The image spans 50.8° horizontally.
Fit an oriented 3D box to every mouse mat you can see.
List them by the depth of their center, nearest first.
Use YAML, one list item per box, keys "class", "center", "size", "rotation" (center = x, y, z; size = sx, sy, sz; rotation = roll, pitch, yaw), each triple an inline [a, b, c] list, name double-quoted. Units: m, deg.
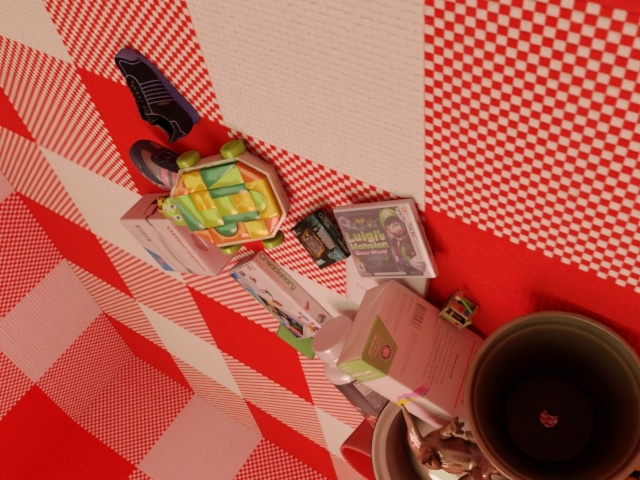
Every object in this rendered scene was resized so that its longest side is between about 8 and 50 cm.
- class: "mouse mat"
  center: [-0.075, 0.324, 2.217]
  size: [0.152, 0.007, 0.190]
  rotation: [35, 154, 7]

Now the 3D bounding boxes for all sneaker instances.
- class: "sneaker"
  center: [-0.380, -0.320, 1.499]
  size: [0.232, 0.090, 0.081]
  rotation: [43, 153, -10]
- class: "sneaker"
  center: [-0.323, -0.171, 1.668]
  size: [0.319, 0.112, 0.131]
  rotation: [34, 138, -4]

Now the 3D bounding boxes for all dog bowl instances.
- class: "dog bowl"
  center: [0.336, 0.513, 1.623]
  size: [0.408, 0.408, 0.150]
  rotation: [27, -170, 21]

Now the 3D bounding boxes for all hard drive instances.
- class: "hard drive"
  center: [0.149, 0.087, 1.536]
  size: [0.203, 0.040, 0.307]
  rotation: [28, 151, 20]

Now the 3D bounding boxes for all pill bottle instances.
- class: "pill bottle"
  center: [0.121, 0.358, 1.840]
  size: [0.318, 0.176, 0.176]
  rotation: [50, 151, -22]

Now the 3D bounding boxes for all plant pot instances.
- class: "plant pot"
  center: [0.447, 0.325, 1.301]
  size: [0.323, 0.323, 0.280]
  rotation: [26, 168, 22]
- class: "plant pot"
  center: [0.232, 0.595, 1.997]
  size: [0.275, 0.243, 0.275]
  rotation: [29, 151, 17]

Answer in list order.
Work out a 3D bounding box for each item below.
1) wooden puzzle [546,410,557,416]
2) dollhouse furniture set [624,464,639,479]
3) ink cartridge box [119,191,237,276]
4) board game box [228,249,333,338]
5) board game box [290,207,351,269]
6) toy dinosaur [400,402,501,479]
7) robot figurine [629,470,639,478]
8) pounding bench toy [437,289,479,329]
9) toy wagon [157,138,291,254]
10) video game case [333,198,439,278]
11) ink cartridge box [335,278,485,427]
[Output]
- class: "wooden puzzle"
  center: [0.541, 0.388, 1.549]
  size: [0.116, 0.014, 0.078]
  rotation: [-5, 130, 53]
- class: "dollhouse furniture set"
  center: [0.723, 0.557, 1.370]
  size: [0.262, 0.135, 0.259]
  rotation: [9, 121, 40]
- class: "ink cartridge box"
  center: [-0.407, -0.021, 1.952]
  size: [0.307, 0.129, 0.223]
  rotation: [2, 136, 49]
- class: "board game box"
  center: [-0.116, 0.165, 1.966]
  size: [0.305, 0.053, 0.193]
  rotation: [45, 152, -12]
- class: "board game box"
  center: [0.000, 0.000, 1.553]
  size: [0.126, 0.026, 0.186]
  rotation: [53, 159, -3]
- class: "toy dinosaur"
  center: [0.276, 0.453, 1.421]
  size: [0.295, 0.127, 0.200]
  rotation: [25, 162, 1]
- class: "robot figurine"
  center: [0.672, 0.577, 1.601]
  size: [0.291, 0.085, 0.211]
  rotation: [22, 149, 30]
- class: "pounding bench toy"
  center: [0.301, 0.145, 1.425]
  size: [0.065, 0.052, 0.083]
  rotation: [36, 153, 4]
- class: "toy wagon"
  center: [-0.243, -0.085, 1.580]
  size: [0.344, 0.068, 0.267]
  rotation: [-9, 121, 23]
- class: "video game case"
  center: [0.131, 0.001, 1.373]
  size: [0.190, 0.022, 0.173]
  rotation: [-3, 119, 41]
- class: "ink cartridge box"
  center: [0.233, 0.268, 1.473]
  size: [0.353, 0.207, 0.119]
  rotation: [34, 149, -14]
